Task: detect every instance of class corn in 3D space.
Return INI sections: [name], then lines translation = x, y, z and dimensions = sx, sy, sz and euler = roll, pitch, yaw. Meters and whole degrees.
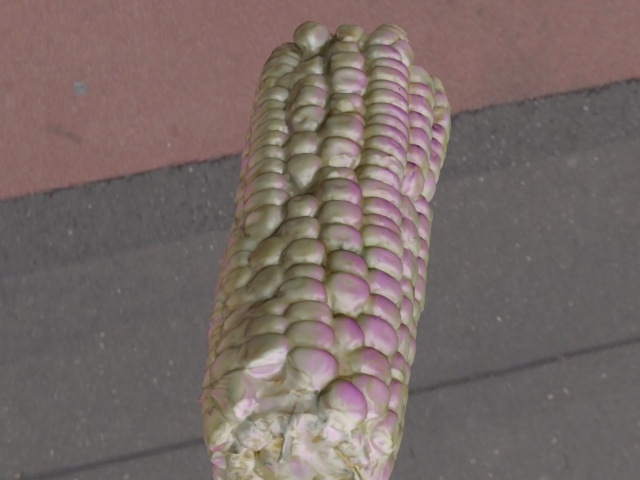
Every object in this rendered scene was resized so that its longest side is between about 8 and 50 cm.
[corn]
translation = 0.002, 0.002, 0.587
dimensions = 0.126, 0.335, 0.127
euler = 6, 133, 7
